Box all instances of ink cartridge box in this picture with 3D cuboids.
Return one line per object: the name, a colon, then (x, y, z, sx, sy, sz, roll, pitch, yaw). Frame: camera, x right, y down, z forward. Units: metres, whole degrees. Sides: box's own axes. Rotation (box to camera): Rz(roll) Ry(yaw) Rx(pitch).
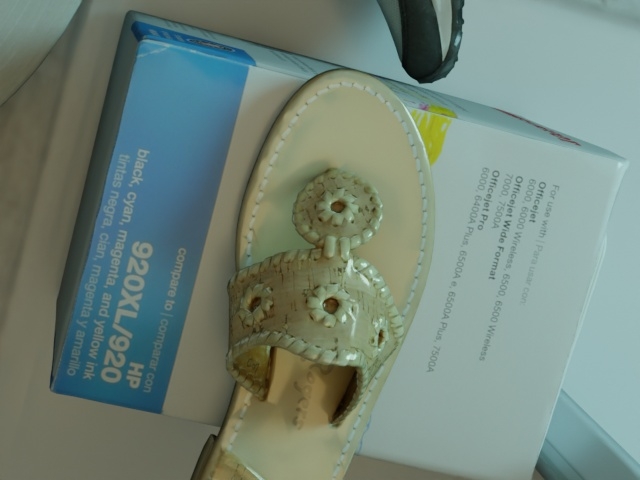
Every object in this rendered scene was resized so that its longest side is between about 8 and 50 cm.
ink cartridge box: (0.000, 0.000, 0.769, 0.233, 0.171, 0.168, 13, 99, -11)

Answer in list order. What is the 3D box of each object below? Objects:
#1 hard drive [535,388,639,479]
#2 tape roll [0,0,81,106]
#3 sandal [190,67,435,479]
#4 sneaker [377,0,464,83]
hard drive: (0.182, 0.171, 0.762, 0.040, 0.307, 0.203, -41, 104, 0)
tape roll: (-0.278, -0.172, 0.648, 0.392, 0.072, 0.392, -14, 133, -15)
sandal: (-0.001, 0.051, 0.650, 0.088, 0.079, 0.240, 14, 100, -12)
sneaker: (-0.006, -0.199, 0.777, 0.108, 0.100, 0.271, -26, 99, 8)
